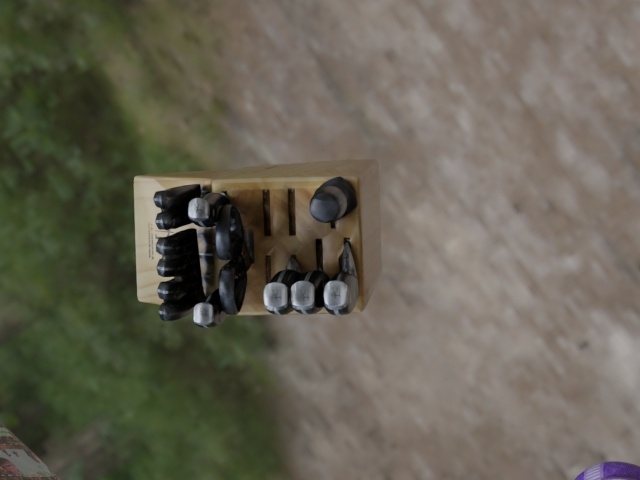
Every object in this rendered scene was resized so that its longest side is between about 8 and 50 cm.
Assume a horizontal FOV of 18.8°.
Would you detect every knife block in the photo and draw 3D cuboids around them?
[{"bbox_3d":[0.000,0.000,1.242,0.242,0.276,0.088,6,99,50],"label":"knife block"}]

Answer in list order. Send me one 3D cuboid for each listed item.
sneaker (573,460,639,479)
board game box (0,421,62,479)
[{"bbox_3d":[0.143,0.113,0.728,0.170,0.068,0.071,27,-138,-42],"label":"sneaker"},{"bbox_3d":[-0.314,0.190,1.371,0.291,0.141,0.232,39,-170,21],"label":"board game box"}]
